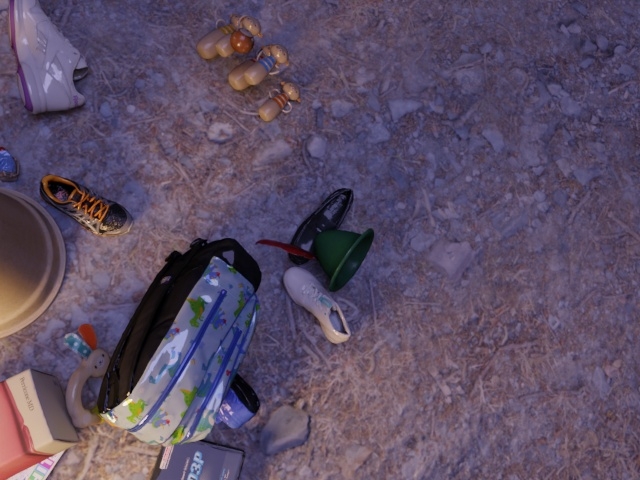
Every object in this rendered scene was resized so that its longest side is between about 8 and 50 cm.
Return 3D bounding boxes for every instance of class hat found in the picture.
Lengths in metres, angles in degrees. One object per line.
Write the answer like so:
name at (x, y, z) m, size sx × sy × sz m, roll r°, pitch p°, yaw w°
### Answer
hat at (0.000, 0.000, 1.333) m, size 0.183 × 0.208 × 0.173 m, roll 33°, pitch 90°, yaw 15°

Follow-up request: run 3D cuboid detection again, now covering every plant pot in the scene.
plant pot at (-0.677, 0.012, 1.079) m, size 0.333 × 0.305 × 0.334 m, roll 3°, pitch 76°, yaw -13°

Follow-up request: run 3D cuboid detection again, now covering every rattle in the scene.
rattle at (-0.424, 0.268, 1.149) m, size 0.130 × 0.142 × 0.200 m, roll 7°, pitch 83°, yaw -49°

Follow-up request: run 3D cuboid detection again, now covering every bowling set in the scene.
bowling set at (-0.145, -0.445, 1.377) m, size 0.287 × 0.200 × 0.154 m, roll 46°, pitch 70°, yaw -4°

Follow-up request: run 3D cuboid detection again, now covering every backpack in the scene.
backpack at (-0.270, 0.206, 1.115) m, size 0.273 × 0.290 × 0.355 m, roll 52°, pitch 46°, yaw -17°
backpack at (-0.193, 0.339, 1.235) m, size 0.120 × 0.098 × 0.101 m, roll 45°, pitch 100°, yaw -1°

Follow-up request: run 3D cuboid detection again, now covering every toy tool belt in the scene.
toy tool belt at (-0.682, -0.171, 1.252) m, size 0.052 × 0.051 × 0.083 m, roll -16°, pitch 81°, yaw -17°

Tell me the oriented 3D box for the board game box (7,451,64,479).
board game box at (-0.582, 0.438, 1.150) m, size 0.103 × 0.026 × 0.154 m, roll 32°, pitch 72°, yaw -5°

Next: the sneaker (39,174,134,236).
sneaker at (-0.510, -0.075, 1.257) m, size 0.214 × 0.083 × 0.084 m, roll 24°, pitch 71°, yaw -9°

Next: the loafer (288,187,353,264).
loafer at (0.003, -0.039, 1.376) m, size 0.076 × 0.078 × 0.223 m, roll 39°, pitch 72°, yaw -2°

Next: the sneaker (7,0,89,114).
sneaker at (-0.615, -0.430, 1.314) m, size 0.152 × 0.114 × 0.305 m, roll -10°, pitch 84°, yaw -30°

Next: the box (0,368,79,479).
box at (-0.602, 0.362, 1.082) m, size 0.232 × 0.127 × 0.149 m, roll -26°, pitch 72°, yaw -10°

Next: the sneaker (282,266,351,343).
sneaker at (0.001, 0.140, 1.326) m, size 0.080 × 0.094 × 0.212 m, roll -41°, pitch 89°, yaw -17°

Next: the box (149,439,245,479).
box at (-0.268, 0.523, 1.195) m, size 0.175 × 0.051 × 0.220 m, roll 19°, pitch 74°, yaw -9°
